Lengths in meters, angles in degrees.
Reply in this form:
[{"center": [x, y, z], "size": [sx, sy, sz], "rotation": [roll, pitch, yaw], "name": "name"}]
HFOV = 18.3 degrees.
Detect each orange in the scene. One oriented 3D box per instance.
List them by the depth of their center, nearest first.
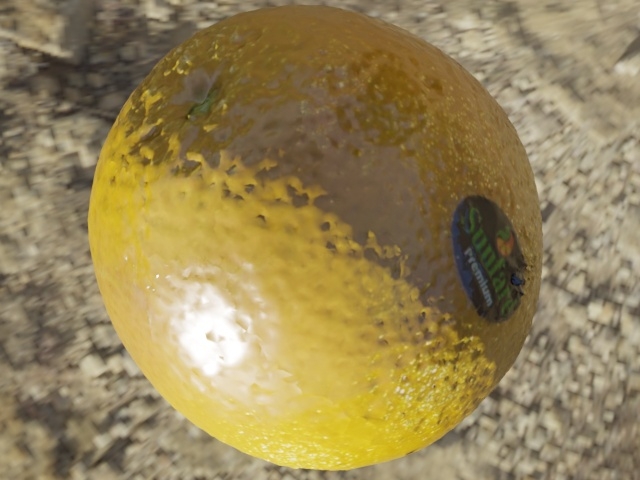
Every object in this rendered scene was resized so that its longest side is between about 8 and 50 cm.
[{"center": [0.000, 0.000, 0.959], "size": [0.236, 0.236, 0.236], "rotation": [2, 98, 11], "name": "orange"}]
